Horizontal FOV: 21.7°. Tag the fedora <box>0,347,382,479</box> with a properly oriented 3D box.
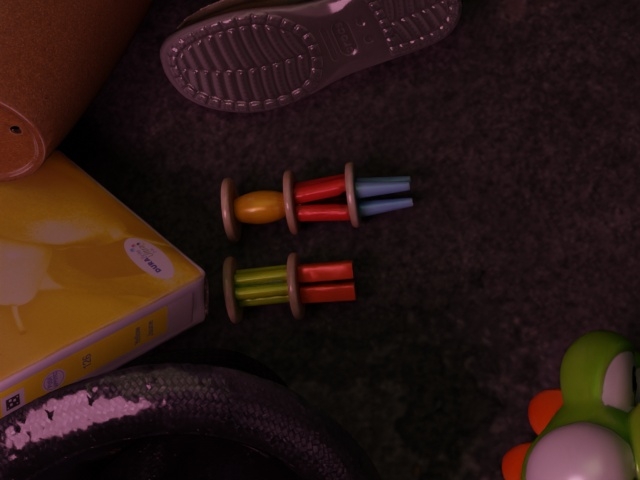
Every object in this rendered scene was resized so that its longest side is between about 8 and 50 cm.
[{"bbox_3d":[-0.112,0.187,1.173,0.334,0.334,0.152,-9,30,7],"label":"fedora"}]

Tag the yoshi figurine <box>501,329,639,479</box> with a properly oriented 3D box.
[{"bbox_3d":[0.224,0.226,1.102,0.203,0.203,0.362,7,66,-3],"label":"yoshi figurine"}]

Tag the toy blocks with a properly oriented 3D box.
[{"bbox_3d":[0.000,0.000,1.302,0.148,0.054,0.123,-7,66,8],"label":"toy blocks"}]

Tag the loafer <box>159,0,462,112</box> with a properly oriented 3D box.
[{"bbox_3d":[-0.008,-0.176,1.371,0.251,0.094,0.087,-13,32,7],"label":"loafer"}]

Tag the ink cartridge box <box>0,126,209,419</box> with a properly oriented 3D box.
[{"bbox_3d":[-0.296,0.028,1.246,0.307,0.072,0.303,-27,50,-33],"label":"ink cartridge box"}]

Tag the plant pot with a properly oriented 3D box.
[{"bbox_3d":[-0.245,-0.181,1.300,0.237,0.237,0.254,3,57,12],"label":"plant pot"}]
